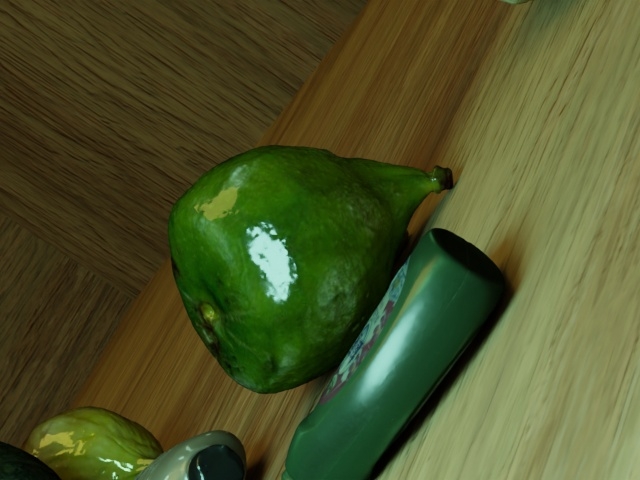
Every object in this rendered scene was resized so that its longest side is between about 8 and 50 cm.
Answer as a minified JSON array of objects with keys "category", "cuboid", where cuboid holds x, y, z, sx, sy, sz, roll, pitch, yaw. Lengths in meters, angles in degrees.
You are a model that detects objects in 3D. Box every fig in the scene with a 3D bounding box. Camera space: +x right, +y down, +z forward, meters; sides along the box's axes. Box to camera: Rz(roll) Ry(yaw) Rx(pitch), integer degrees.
[{"category":"fig","cuboid":[0.000,0.000,1.514,0.235,0.203,0.203,-28,-6,-26]},{"category":"fig","cuboid":[-0.209,0.244,1.921,0.257,0.159,0.159,-20,32,43]}]

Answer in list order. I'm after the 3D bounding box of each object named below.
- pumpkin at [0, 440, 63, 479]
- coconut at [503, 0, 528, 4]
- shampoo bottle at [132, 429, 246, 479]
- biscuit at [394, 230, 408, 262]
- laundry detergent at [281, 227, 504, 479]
[{"category":"pumpkin","cuboid":[-0.362,0.337,1.671,0.328,0.291,0.257,-35,-33,-8]},{"category":"coconut","cuboid":[0.158,-0.377,1.587,0.352,0.353,0.352,-55,7,11]},{"category":"shampoo bottle","cuboid":[-0.125,0.226,1.570,0.127,0.078,0.257,-47,1,-28]},{"category":"biscuit","cuboid":[0.033,0.019,1.656,0.138,0.031,0.205,-55,6,12]},{"category":"laundry detergent","cuboid":[0.039,0.094,1.171,0.211,0.063,0.137,-57,5,11]}]
